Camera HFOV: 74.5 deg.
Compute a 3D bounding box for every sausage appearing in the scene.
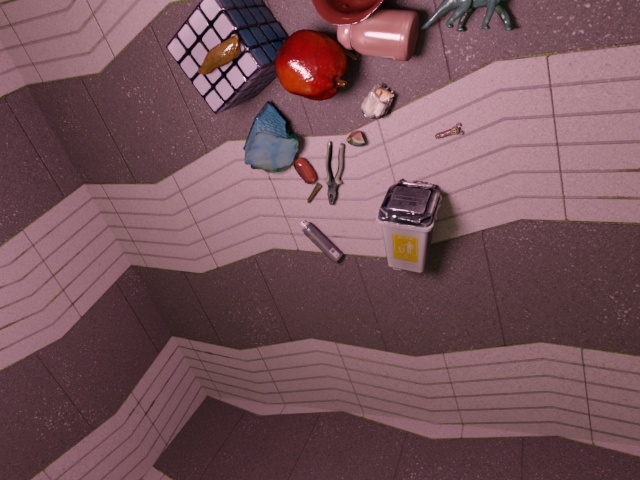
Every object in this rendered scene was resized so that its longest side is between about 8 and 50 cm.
[{"bbox_3d":[-0.074,-0.344,2.083,0.076,0.076,0.141,-28,102,37],"label":"sausage"}]

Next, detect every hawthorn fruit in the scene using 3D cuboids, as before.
[{"bbox_3d":[-0.017,-0.683,1.669,0.307,0.265,0.266,28,129,20],"label":"hawthorn fruit"}]

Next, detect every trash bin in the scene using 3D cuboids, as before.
[{"bbox_3d":[0.409,-0.062,1.918,0.255,0.296,0.368,9,137,21],"label":"trash bin"}]

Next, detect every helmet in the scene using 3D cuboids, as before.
[{"bbox_3d":[0.147,-0.971,1.476,0.337,0.230,0.385,31,130,11],"label":"helmet"}]

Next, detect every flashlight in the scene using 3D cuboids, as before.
[{"bbox_3d":[0.527,-0.444,1.736,0.110,0.031,0.052,-13,113,33],"label":"flashlight"}]

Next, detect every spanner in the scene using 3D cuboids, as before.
[{"bbox_3d":[0.066,-0.320,2.046,0.095,0.040,0.325,16,124,19],"label":"spanner"}]

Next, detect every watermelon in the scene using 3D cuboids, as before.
[{"bbox_3d":[0.169,-0.456,1.898,0.092,0.085,0.072,16,110,-28],"label":"watermelon"}]

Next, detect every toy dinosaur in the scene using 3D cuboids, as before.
[{"bbox_3d":[0.545,-0.892,1.422,0.382,0.129,0.332,13,113,21],"label":"toy dinosaur"}]

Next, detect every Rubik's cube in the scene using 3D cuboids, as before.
[{"bbox_3d":[-0.361,-0.799,1.776,0.343,0.344,0.337,-28,106,37],"label":"Rubik's cube"}]

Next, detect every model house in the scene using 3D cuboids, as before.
[{"bbox_3d":[-0.247,-0.501,2.032,0.225,0.241,0.261,4,149,-27],"label":"model house"}]

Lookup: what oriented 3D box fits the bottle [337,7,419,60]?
[{"bbox_3d":[0.213,-0.778,1.611,0.296,0.173,0.206,15,158,18],"label":"bottle"}]

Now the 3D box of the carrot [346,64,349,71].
[{"bbox_3d":[0.044,-0.704,1.808,0.186,0.060,0.060,-19,109,29],"label":"carrot"}]

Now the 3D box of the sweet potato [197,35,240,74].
[{"bbox_3d":[-0.391,-0.687,1.595,0.243,0.077,0.077,-20,109,33],"label":"sweet potato"}]

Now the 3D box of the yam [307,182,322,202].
[{"bbox_3d":[-0.037,-0.242,2.154,0.033,0.027,0.129,13,134,-30],"label":"yam"}]

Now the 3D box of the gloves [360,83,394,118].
[{"bbox_3d":[0.241,-0.577,1.777,0.114,0.070,0.153,33,136,-5],"label":"gloves"}]

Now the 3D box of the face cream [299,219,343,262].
[{"bbox_3d":[0.000,0.000,2.257,0.283,0.073,0.073,45,129,-4],"label":"face cream"}]
